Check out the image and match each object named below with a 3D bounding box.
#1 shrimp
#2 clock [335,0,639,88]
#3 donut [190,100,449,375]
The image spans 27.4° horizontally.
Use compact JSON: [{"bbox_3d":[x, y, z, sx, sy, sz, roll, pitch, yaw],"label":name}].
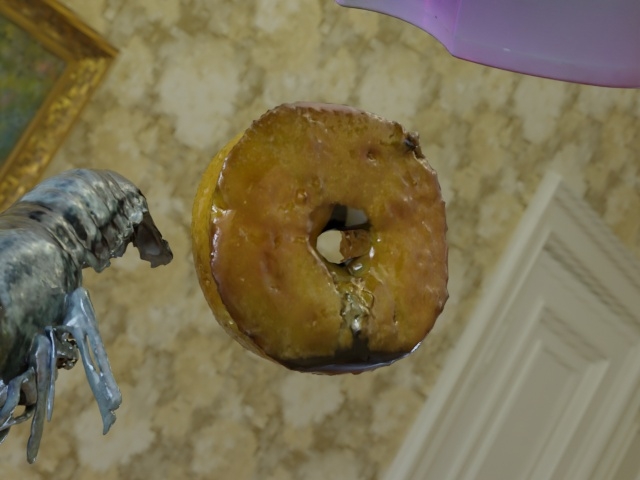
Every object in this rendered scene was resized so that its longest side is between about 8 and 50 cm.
[{"bbox_3d":[-0.215,0.051,0.881,0.221,0.410,0.166,10,-54,13],"label":"shrimp"},{"bbox_3d":[0.168,-0.238,0.947,0.338,0.338,0.102,25,-50,24],"label":"clock"},{"bbox_3d":[0.002,-0.001,1.123,0.253,0.253,0.118,37,-26,-33],"label":"donut"}]
